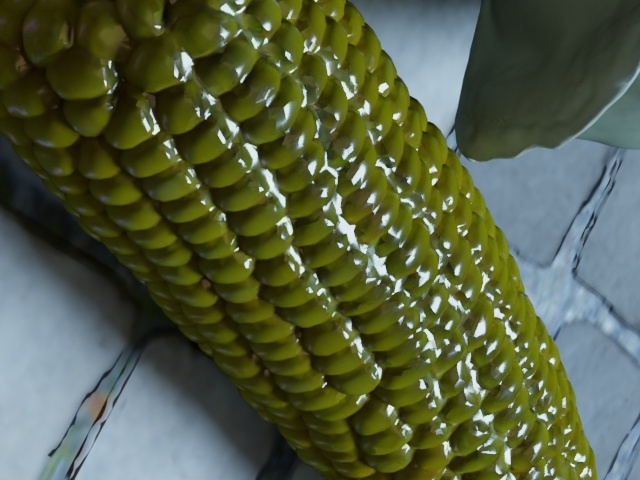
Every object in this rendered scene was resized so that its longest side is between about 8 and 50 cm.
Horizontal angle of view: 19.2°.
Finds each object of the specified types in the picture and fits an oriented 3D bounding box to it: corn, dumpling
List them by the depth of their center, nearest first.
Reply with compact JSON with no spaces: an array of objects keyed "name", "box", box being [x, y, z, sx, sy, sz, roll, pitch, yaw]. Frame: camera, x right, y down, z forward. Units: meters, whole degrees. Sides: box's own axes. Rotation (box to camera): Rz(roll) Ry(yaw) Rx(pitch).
[{"name":"corn","box":[0.000,0.000,0.563,0.101,0.101,0.310,-52,127,-17]},{"name":"dumpling","box":[0.126,-0.105,0.600,0.124,0.151,0.229,42,45,-9]}]
